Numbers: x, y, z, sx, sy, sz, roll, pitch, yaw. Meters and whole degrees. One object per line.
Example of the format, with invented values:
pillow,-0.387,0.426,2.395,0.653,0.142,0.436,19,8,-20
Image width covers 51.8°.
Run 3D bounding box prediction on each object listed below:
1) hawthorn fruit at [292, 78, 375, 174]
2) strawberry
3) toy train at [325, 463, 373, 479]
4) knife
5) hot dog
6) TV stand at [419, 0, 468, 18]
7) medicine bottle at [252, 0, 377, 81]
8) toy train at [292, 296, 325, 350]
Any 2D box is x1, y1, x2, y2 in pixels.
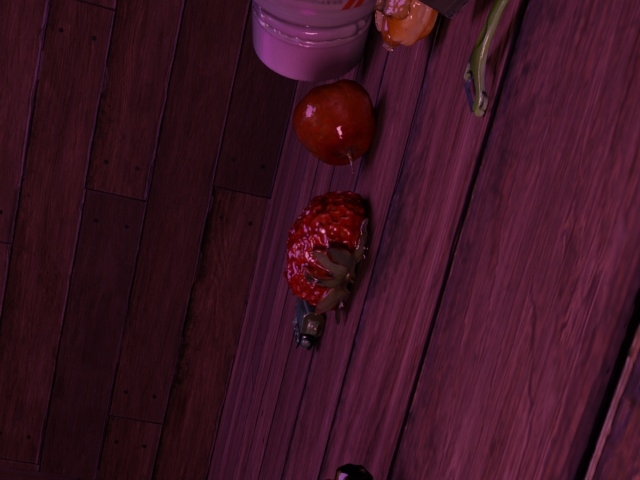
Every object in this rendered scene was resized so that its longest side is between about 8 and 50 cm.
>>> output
hawthorn fruit,0.030,-0.170,0.971,0.125,0.140,0.125,-44,-24,-26
strawberry,0.004,-0.015,0.939,0.228,0.098,0.174,-89,15,-48
toy train,0.016,0.298,0.513,0.137,0.090,0.225,168,114,-73
knife,0.148,-0.181,0.520,0.078,0.023,0.166,-95,17,-45
hot dog,0.114,-0.338,0.711,0.109,0.072,0.269,-103,24,-65
TV stand,0.131,-0.270,0.501,0.088,0.083,0.269,-65,9,-5
medicine bottle,-0.008,-0.453,1.093,0.324,0.256,0.256,101,176,-55
toy train,-0.023,0.135,1.107,0.148,0.038,0.070,-125,50,-79
